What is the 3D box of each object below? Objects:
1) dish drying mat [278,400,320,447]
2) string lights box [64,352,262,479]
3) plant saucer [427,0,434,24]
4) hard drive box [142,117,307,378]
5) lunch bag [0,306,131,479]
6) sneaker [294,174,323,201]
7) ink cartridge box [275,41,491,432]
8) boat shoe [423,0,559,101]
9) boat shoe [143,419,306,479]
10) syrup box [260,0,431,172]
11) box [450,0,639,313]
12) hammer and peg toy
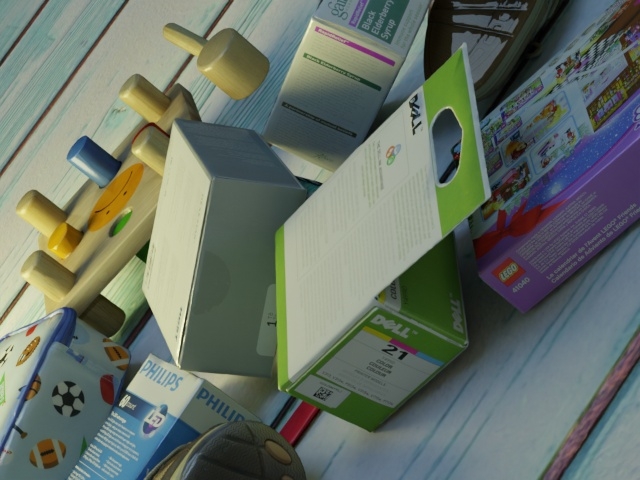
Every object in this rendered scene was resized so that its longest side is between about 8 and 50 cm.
[{"bbox_3d":[-0.012,0.147,1.607,0.083,0.008,0.032,-54,24,-4],"label":"dish drying mat"},{"bbox_3d":[-0.176,0.236,1.685,0.259,0.077,0.133,-56,25,-9],"label":"string lights box"},{"bbox_3d":[0.131,-0.208,1.761,0.013,0.083,0.083,11,63,41],"label":"plant saucer"},{"bbox_3d":[-0.094,0.003,1.743,0.232,0.089,0.181,-126,45,-69],"label":"hard drive box"},{"bbox_3d":[-0.327,0.224,1.927,0.243,0.115,0.303,-21,38,52],"label":"lunch bag"},{"bbox_3d":[0.000,0.000,1.735,0.224,0.083,0.098,-154,79,-69],"label":"sneaker"},{"bbox_3d":[0.075,0.000,1.490,0.255,0.097,0.188,-44,31,33],"label":"ink cartridge box"},{"bbox_3d":[0.182,-0.235,1.723,0.105,0.089,0.285,12,66,35],"label":"boat shoe"},{"bbox_3d":[-0.146,0.300,1.517,0.355,0.132,0.130,-49,13,-16],"label":"boat shoe"},{"bbox_3d":[0.024,-0.165,1.760,0.237,0.096,0.093,121,173,-62],"label":"syrup box"},{"bbox_3d":[0.233,-0.100,1.461,0.293,0.057,0.201,-42,25,21],"label":"box"},{"bbox_3d":[-0.183,-0.082,2.076,0.361,0.127,0.266,-47,23,9],"label":"hammer and peg toy"}]
